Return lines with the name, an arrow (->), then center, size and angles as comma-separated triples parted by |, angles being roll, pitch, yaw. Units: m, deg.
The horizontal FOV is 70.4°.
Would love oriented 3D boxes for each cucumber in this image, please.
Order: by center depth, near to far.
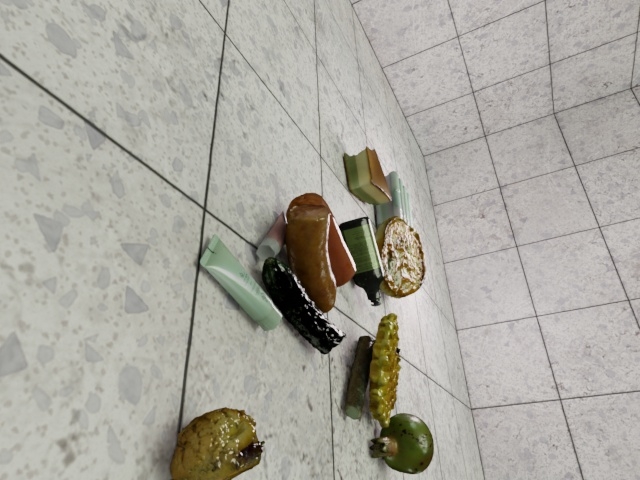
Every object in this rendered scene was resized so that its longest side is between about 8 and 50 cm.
cucumber -> -0.044, 0.146, 0.977 | 0.303, 0.081, 0.072 | 52, 1, -36

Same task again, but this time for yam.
yam -> 0.108, 0.357, 1.221 | 0.061, 0.061, 0.274 | 65, 25, -21

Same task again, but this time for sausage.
sausage -> -0.018, 0.050, 1.025 | 0.109, 0.109, 0.270 | -69, 154, -56
sausage -> 0.000, 0.000, 1.119 | 0.113, 0.113, 0.259 | -77, 148, -50

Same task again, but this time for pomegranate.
pomegranate -> 0.223, 0.567, 1.257 | 0.205, 0.159, 0.159 | 12, 61, -36

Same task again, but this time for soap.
soap -> 0.319, -0.100, 1.946 | 0.208, 0.115, 0.347 | 47, 35, -46

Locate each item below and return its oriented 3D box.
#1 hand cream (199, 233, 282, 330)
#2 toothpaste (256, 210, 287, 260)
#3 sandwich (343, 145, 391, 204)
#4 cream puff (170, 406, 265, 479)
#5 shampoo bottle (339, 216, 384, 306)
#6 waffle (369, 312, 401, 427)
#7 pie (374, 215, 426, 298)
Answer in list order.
hand cream -> -0.142, 0.084, 0.823 | 0.205, 0.050, 0.078 | 55, 31, -29
toothpaste -> -0.096, -0.009, 1.008 | 0.194, 0.043, 0.067 | -64, 136, -68
sandwich -> 0.182, -0.249, 1.728 | 0.220, 0.108, 0.186 | 28, 51, -58
cream puff -> -0.141, 0.282, 0.607 | 0.104, 0.119, 0.133 | 58, -6, 26
shampoo bottle -> 0.140, 0.071, 1.428 | 0.101, 0.101, 0.284 | -12, 87, -68
waffle -> 0.182, 0.359, 1.272 | 0.283, 0.065, 0.309 | 34, 63, -70
pie -> 0.286, 0.070, 1.711 | 0.315, 0.092, 0.315 | 7, 80, -45
